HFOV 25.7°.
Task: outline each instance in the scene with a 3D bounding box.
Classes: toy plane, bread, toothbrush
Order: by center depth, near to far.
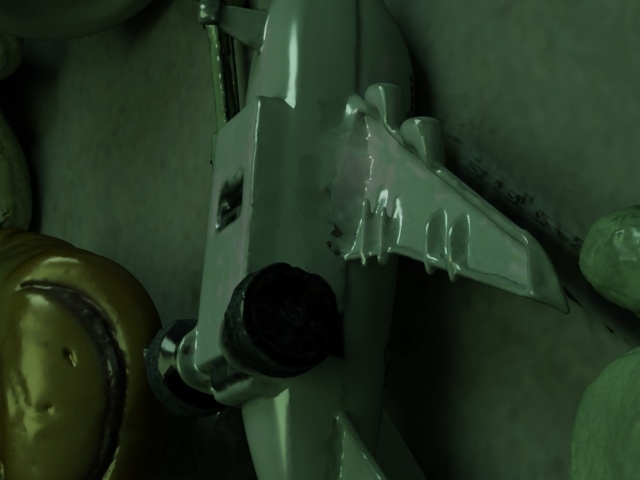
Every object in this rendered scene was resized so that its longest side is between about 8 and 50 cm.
[{"bbox_3d":[-0.004,0.000,0.538,0.251,0.101,0.255,-30,60,58],"label":"toy plane"},{"bbox_3d":[-0.123,0.064,0.664,0.225,0.081,0.134,-166,76,-73],"label":"bread"},{"bbox_3d":[-0.046,-0.146,0.682,0.028,0.026,0.294,-17,69,30],"label":"toothbrush"}]

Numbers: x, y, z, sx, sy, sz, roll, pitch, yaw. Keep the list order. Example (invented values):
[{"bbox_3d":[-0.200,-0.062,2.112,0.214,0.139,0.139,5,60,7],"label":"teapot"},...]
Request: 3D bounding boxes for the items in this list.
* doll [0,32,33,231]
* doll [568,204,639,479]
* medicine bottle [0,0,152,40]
[{"bbox_3d":[-0.250,-0.110,0.881,0.175,0.149,0.278,-18,82,9],"label":"doll"},{"bbox_3d":[0.122,0.082,0.384,0.103,0.071,0.214,-37,59,43],"label":"doll"},{"bbox_3d":[-0.159,-0.236,0.759,0.131,0.131,0.250,-46,50,37],"label":"medicine bottle"}]
